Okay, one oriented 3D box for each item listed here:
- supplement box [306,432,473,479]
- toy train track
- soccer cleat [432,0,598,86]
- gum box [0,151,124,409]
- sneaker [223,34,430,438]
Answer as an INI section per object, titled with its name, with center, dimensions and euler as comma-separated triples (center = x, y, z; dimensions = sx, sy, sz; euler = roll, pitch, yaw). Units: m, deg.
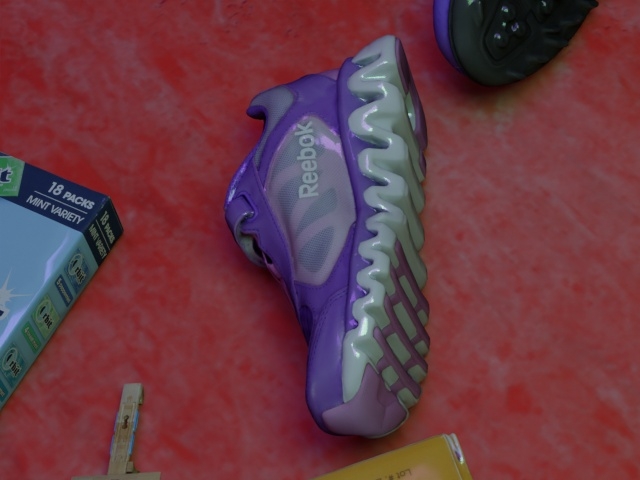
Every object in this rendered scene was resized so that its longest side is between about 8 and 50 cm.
[supplement box]
center = -0.033, 0.169, 0.752
dimensions = 0.233, 0.080, 0.078
euler = -19, 58, -2
[toy train track]
center = -0.100, 0.111, 0.835
dimensions = 0.048, 0.014, 0.083
euler = -5, 52, 14
[soccer cleat]
center = 0.117, -0.221, 0.973
dimensions = 0.116, 0.108, 0.318
euler = 3, 59, 36
[gum box]
center = -0.223, 0.029, 0.887
dimensions = 0.157, 0.041, 0.184
euler = 22, 64, 20
[sneaker]
center = 0.000, 0.000, 0.850
dimensions = 0.105, 0.095, 0.236
euler = -7, 52, 12
